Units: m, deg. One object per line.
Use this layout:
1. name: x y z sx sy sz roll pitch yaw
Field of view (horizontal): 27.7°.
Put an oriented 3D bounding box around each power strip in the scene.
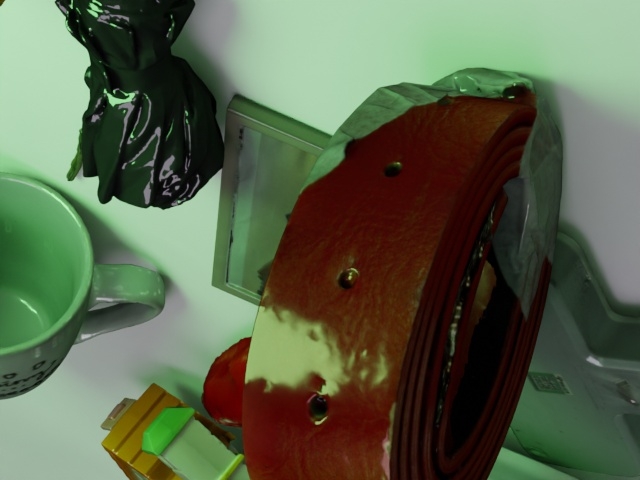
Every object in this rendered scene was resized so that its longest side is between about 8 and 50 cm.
1. power strip: 0.212 0.095 1.036 0.194 0.059 0.265 3 138 40

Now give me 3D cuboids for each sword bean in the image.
1. sword bean: -0.220 -0.077 1.180 0.012 0.012 0.083 31 145 -1

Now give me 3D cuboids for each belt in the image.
1. belt: 0.065 0.038 0.862 0.115 0.324 0.227 12 157 27

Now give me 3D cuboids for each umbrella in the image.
1. umbrella: -0.142 -0.160 0.952 0.118 0.118 0.340 15 137 21

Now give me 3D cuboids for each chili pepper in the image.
1. chili pepper: -0.026 0.127 1.189 0.110 0.110 0.387 42 156 -17

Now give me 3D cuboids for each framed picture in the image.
1. framed picture: 0.000 0.001 1.113 0.192 0.018 0.265 23 145 9

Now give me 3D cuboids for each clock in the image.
1. clock: -0.115 0.267 1.426 0.255 0.106 0.220 46 159 -15

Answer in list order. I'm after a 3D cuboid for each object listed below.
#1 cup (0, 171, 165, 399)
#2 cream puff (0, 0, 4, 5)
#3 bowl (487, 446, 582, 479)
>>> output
1. cup: -0.287 0.066 1.298 0.258 0.186 0.234 3 156 -9
2. cream puff: -0.282 -0.254 0.841 0.241 0.155 0.269 52 164 31
3. bowl: 0.171 0.269 1.171 0.287 0.143 0.287 23 172 4
